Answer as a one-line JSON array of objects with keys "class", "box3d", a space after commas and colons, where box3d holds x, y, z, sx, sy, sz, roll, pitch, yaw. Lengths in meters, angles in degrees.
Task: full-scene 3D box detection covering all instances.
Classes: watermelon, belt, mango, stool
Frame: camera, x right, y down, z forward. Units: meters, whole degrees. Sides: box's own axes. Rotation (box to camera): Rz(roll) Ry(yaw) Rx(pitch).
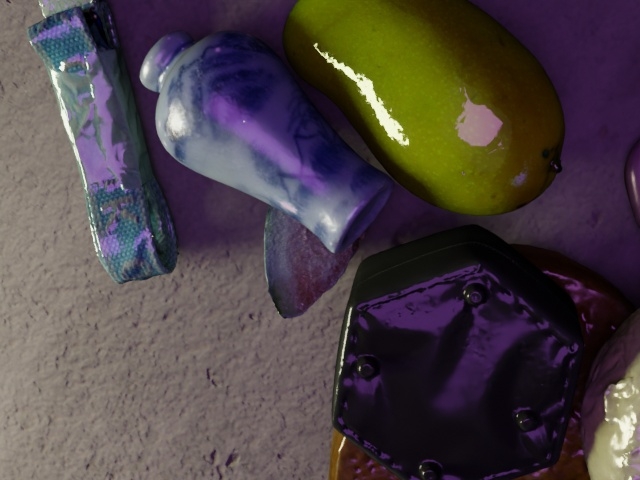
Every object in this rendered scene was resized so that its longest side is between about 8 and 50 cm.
[{"class": "watermelon", "box3d": [-0.009, 0.001, 1.104, 0.094, 0.081, 0.180, 13, 69, 26]}, {"class": "belt", "box3d": [-0.214, -0.104, 1.114, 0.072, 0.087, 0.302, -12, 101, 16]}, {"class": "mango", "box3d": [0.096, -0.141, 1.031, 0.293, 0.143, 0.175, 38, 114, 10]}, {"class": "stool", "box3d": [0.121, 0.106, 0.998, 0.232, 0.141, 0.232, 1, 105, 5]}]

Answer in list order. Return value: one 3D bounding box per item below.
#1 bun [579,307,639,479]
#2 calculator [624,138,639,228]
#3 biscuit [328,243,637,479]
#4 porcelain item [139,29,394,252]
[{"class": "bun", "box3d": [0.335, 0.164, 0.992, 0.244, 0.153, 0.244, 2, 83, -18]}, {"class": "calculator", "box3d": [0.410, -0.001, 1.055, 0.194, 0.043, 0.294, -24, 97, 15]}, {"class": "biscuit", "box3d": [0.191, 0.206, 1.128, 0.350, 0.070, 0.394, 27, 106, -2]}, {"class": "porcelain item", "box3d": [-0.055, -0.099, 1.052, 0.259, 0.141, 0.141, 39, 106, 9]}]
